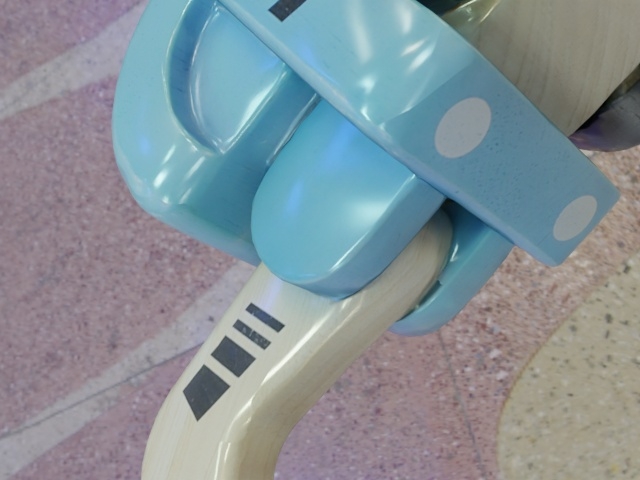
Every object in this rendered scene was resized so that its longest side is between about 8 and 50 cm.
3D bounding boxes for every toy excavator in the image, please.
[{"bbox_3d":[0.000,0.000,0.432,0.445,0.222,0.433,-51,48,13],"label":"toy excavator"}]
